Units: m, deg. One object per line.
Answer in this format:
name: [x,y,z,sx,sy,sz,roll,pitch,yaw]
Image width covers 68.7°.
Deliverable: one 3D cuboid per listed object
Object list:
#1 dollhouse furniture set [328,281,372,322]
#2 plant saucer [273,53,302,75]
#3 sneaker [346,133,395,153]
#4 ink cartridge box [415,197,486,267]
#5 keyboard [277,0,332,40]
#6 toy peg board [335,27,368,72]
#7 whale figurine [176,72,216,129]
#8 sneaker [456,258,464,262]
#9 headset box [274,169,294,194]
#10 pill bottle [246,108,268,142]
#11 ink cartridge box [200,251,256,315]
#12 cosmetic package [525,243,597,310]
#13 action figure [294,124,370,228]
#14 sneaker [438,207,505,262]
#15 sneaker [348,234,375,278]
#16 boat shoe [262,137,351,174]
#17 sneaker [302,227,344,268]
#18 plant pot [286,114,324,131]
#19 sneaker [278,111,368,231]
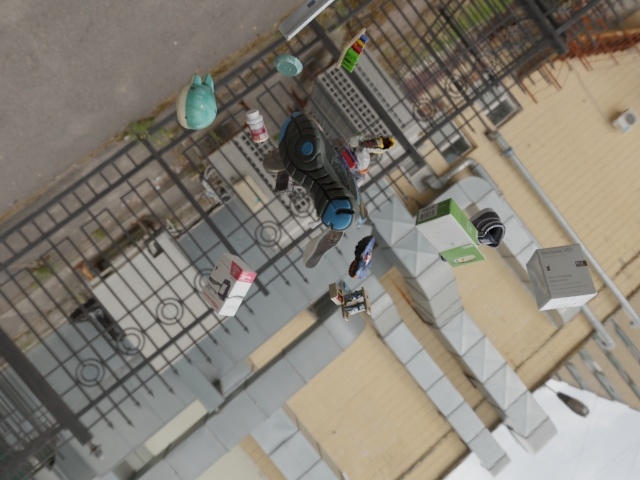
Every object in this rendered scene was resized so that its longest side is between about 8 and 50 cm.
dollhouse furniture set: [0.141,0.279,2.184,0.129,0.129,0.184,-21,144,18]
plant saucer: [-0.132,-0.697,1.879,0.119,0.119,0.021,147,-44,-63]
sneaker: [0.205,-0.400,1.912,0.225,0.088,0.092,-11,-174,-28]
ink cartridge box: [0.365,-0.016,1.300,0.108,0.209,0.062,-21,-141,39]
keyboard: [-0.024,-0.743,1.484,0.256,0.072,0.014,-37,154,13]
toy peg board: [0.167,-0.902,2.250,0.161,0.079,0.161,-50,-178,-17]
whale figurine: [-0.464,-0.553,1.852,0.272,0.141,0.216,-74,174,-45]
sneaker: [0.565,0.020,2.063,0.083,0.215,0.084,-33,142,-10]
headset box: [-0.116,-0.198,1.548,0.062,0.084,0.032,-4,163,42]
pill bottle: [-0.324,-0.584,2.378,0.085,0.152,0.086,-11,-145,8]
ink cartridge box: [-0.426,0.202,2.152,0.100,0.172,0.237,19,103,-52]
cosmetic package: [0.825,0.129,1.619,0.151,0.184,0.151,-8,156,5]
action figure: [0.042,-0.253,1.735,0.330,0.342,0.178,-34,150,27]
sneaker: [0.582,0.006,1.801,0.282,0.099,0.153,-45,-157,18]
sneaker: [0.202,0.079,2.169,0.083,0.087,0.221,13,-102,55]
boat shoe: [-0.047,-0.298,1.840,0.354,0.133,0.130,-7,149,-1]
sneaker: [0.000,0.000,2.300,0.290,0.105,0.123,-47,-144,24]
plant pot: [-0.055,-0.548,2.348,0.109,0.237,0.237,-39,-177,4]
sneaker: [0.005,-0.171,1.196,0.125,0.341,0.139,-32,166,25]
